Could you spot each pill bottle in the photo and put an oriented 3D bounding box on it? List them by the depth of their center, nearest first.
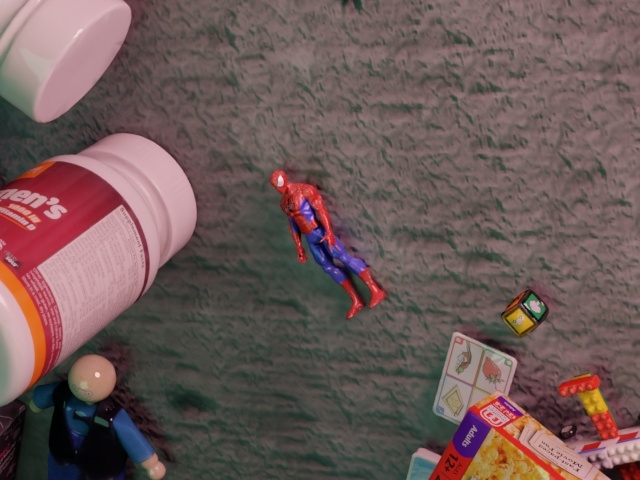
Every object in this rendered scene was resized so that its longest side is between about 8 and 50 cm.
[{"bbox_3d":[-0.248,-0.189,1.352,0.229,0.131,0.131,38,131,9],"label":"pill bottle"},{"bbox_3d":[-0.188,0.014,1.370,0.121,0.221,0.121,17,125,26],"label":"pill bottle"}]

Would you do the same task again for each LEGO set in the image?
[{"bbox_3d":[0.148,0.154,1.340,0.182,0.060,0.244,24,127,16],"label":"LEGO set"}]

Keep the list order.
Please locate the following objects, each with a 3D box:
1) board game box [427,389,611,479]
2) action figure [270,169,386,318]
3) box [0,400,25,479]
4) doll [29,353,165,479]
[{"bbox_3d":[0.151,0.216,1.304,0.193,0.045,0.147,37,121,21],"label":"board game box"},{"bbox_3d":[0.000,0.000,1.367,0.038,0.030,0.115,-28,97,46],"label":"action figure"},{"bbox_3d":[-0.393,0.176,1.631,0.247,0.163,0.142,24,128,10],"label":"box"},{"bbox_3d":[-0.181,0.164,1.573,0.129,0.046,0.189,24,130,20],"label":"doll"}]
